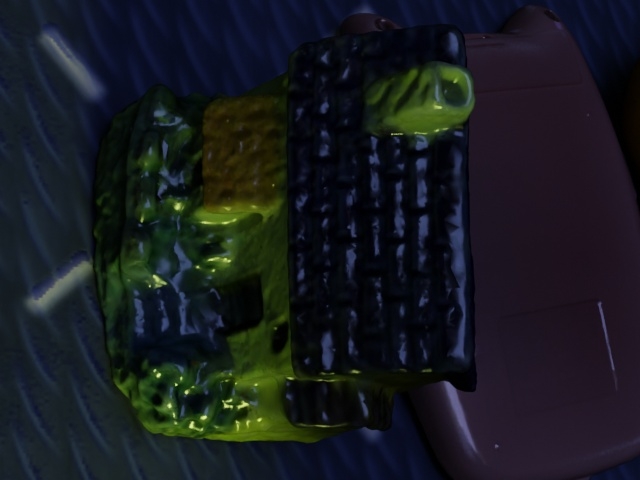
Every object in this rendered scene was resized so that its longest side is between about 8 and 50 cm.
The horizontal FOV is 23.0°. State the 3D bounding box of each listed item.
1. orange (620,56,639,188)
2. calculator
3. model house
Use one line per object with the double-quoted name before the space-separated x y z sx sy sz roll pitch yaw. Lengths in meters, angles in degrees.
"orange" 0.284 -0.079 1.073 0.159 0.136 0.159 12 66 -29
"calculator" 0.126 0.005 1.001 0.220 0.048 0.329 -9 83 -36
"model house" 0.000 0.000 0.823 0.170 0.211 0.194 10 72 -32
